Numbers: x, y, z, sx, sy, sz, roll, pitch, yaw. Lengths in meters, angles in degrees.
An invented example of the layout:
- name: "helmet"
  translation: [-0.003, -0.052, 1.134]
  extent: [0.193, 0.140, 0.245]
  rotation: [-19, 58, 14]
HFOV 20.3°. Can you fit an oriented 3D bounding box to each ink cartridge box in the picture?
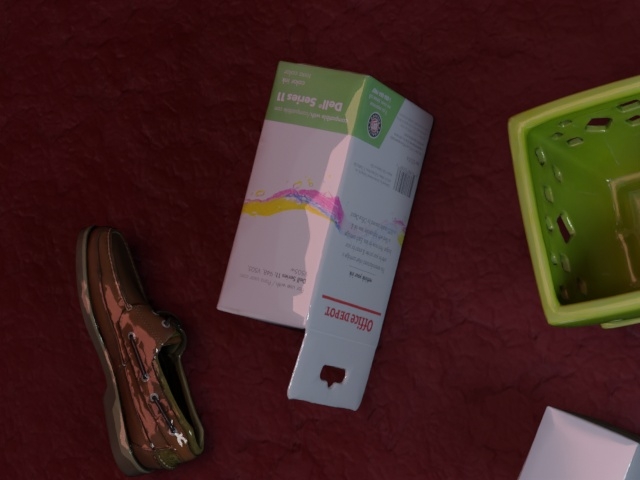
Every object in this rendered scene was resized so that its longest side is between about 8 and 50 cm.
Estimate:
- name: "ink cartridge box"
  translation: [0.000, 0.000, 1.986]
  extent: [0.119, 0.207, 0.353]
  rotation: [12, 86, 26]

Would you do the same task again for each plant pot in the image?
- name: "plant pot"
  translation: [0.343, -0.030, 1.827]
  extent: [0.227, 0.207, 0.228]
  rotation: [-15, 74, 22]

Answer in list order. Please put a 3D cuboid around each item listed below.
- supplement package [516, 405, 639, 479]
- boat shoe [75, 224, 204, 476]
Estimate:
- name: "supplement package"
  translation: [0.284, 0.240, 1.820]
  extent: [0.105, 0.179, 0.105]
  rotation: [22, 91, 27]
- name: "boat shoe"
  translation: [-0.208, 0.122, 2.130]
  extent: [0.104, 0.111, 0.307]
  rotation: [-16, 84, 18]
